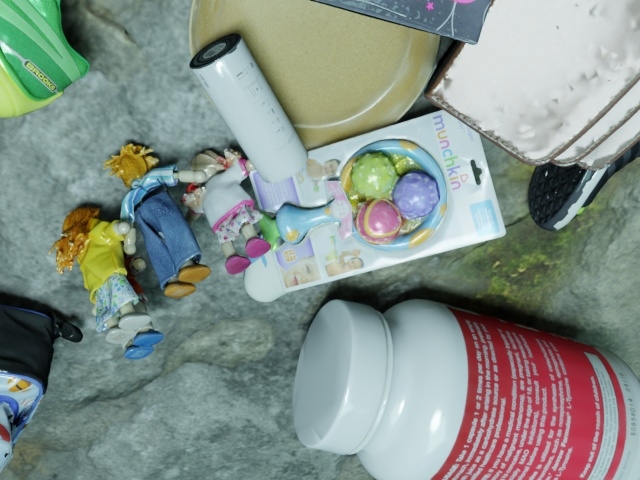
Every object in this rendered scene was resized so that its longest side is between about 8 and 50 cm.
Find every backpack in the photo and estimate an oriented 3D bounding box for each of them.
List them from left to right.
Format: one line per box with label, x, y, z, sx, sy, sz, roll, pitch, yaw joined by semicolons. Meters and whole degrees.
backpack;-0.455;0.191;0.724;0.276;0.213;0.263;21;131;-25

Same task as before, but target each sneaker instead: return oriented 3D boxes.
sneaker;-0.269;-0.250;0.495;0.123;0.109;0.296;-31;123;-36
sneaker;0.000;0.000;0.714;0.237;0.086;0.085;-39;124;21
sneaker;0.322;-0.100;0.687;0.097;0.084;0.235;14;123;-19

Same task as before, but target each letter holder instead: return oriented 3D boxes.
letter holder;0.263;-0.200;0.520;0.214;0.152;0.302;34;118;-1

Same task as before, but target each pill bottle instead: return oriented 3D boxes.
pill bottle;0.183;0.205;0.801;0.407;0.229;0.229;16;122;-19

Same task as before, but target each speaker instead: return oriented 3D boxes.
speaker;-0.063;-0.120;0.595;0.055;0.055;0.136;-25;126;10

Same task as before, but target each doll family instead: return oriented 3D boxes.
doll family;-0.183;-0.006;0.646;0.263;0.163;0.118;-39;154;19

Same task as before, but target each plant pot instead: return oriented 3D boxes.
plant pot;-0.005;-0.193;0.605;0.236;0.032;0.237;-4;126;-6

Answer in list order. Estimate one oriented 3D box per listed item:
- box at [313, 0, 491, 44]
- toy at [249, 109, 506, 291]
box;0.061;-0.287;0.450;0.163;0.142;0.248;10;113;-15
toy;0.049;-0.037;0.628;0.237;0.056;0.137;-15;93;16
